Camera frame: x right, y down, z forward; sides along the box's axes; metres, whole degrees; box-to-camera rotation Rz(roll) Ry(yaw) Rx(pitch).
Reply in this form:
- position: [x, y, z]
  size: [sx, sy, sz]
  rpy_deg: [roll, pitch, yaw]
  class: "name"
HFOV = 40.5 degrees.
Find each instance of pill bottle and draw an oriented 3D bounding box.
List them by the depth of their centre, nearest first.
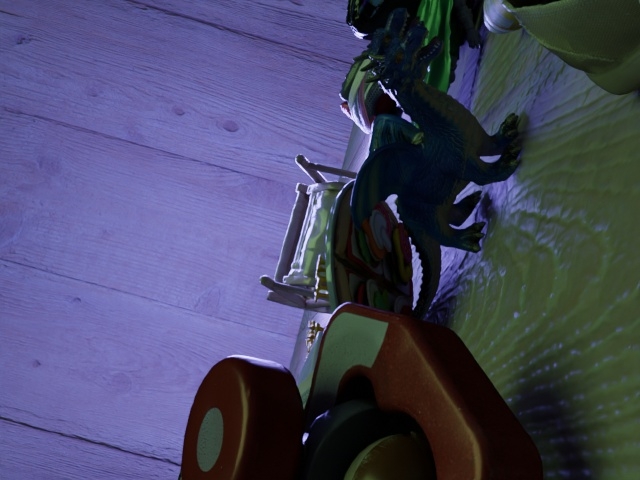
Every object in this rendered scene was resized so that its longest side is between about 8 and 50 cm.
- position: [0.166, -0.206, 0.744]
  size: [0.083, 0.043, 0.043]
  rpy_deg: [125, 160, -81]
  class: "pill bottle"

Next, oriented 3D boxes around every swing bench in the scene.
- position: [0.000, 0.000, 1.666]
  size: [0.254, 0.165, 0.253]
  rpy_deg: [92, -168, -80]
  class: "swing bench"

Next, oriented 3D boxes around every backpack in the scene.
- position: [0.120, -0.331, 1.089]
  size: [0.117, 0.158, 0.173]
  rpy_deg: [-59, -21, -83]
  class: "backpack"

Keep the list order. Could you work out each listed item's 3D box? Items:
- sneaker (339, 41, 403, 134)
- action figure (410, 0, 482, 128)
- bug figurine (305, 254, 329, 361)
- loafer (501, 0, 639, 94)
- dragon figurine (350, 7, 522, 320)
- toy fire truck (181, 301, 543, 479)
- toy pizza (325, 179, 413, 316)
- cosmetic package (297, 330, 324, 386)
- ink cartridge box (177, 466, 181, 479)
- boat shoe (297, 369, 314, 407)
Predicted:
- position: [0.134, -0.310, 1.408]
  size: [0.112, 0.121, 0.299]
  rpy_deg: [55, 135, 47]
  class: "sneaker"
- position: [0.141, -0.228, 0.990]
  size: [0.137, 0.064, 0.232]
  rpy_deg: [175, 104, -77]
  class: "action figure"
- position: [0.020, 0.148, 1.344]
  size: [0.279, 0.072, 0.216]
  rpy_deg: [-88, 7, -58]
  class: "bug figurine"
- position: [0.144, -0.139, 0.351]
  size: [0.268, 0.092, 0.101]
  rpy_deg: [115, 170, -72]
  class: "loafer"
- position: [0.073, -0.053, 0.722]
  size: [0.085, 0.144, 0.289]
  rpy_deg: [-77, 4, -49]
  class: "dragon figurine"
- position: [0.030, 0.191, 0.446]
  size: [0.254, 0.169, 0.302]
  rpy_deg: [9, 83, 63]
  class: "toy fire truck"
- position: [0.059, 0.040, 0.815]
  size: [0.201, 0.032, 0.201]
  rpy_deg: [-9, -90, -66]
  class: "toy pizza"
- position: [0.006, 0.239, 1.059]
  size: [0.117, 0.086, 0.231]
  rpy_deg: [110, 172, -51]
  class: "cosmetic package"
- position: [-0.083, 0.372, 0.798]
  size: [0.270, 0.151, 0.395]
  rpy_deg: [110, 163, -47]
  class: "ink cartridge box"
- position: [0.017, 0.180, 0.954]
  size: [0.184, 0.063, 0.066]
  rpy_deg: [-41, 36, 0]
  class: "boat shoe"
